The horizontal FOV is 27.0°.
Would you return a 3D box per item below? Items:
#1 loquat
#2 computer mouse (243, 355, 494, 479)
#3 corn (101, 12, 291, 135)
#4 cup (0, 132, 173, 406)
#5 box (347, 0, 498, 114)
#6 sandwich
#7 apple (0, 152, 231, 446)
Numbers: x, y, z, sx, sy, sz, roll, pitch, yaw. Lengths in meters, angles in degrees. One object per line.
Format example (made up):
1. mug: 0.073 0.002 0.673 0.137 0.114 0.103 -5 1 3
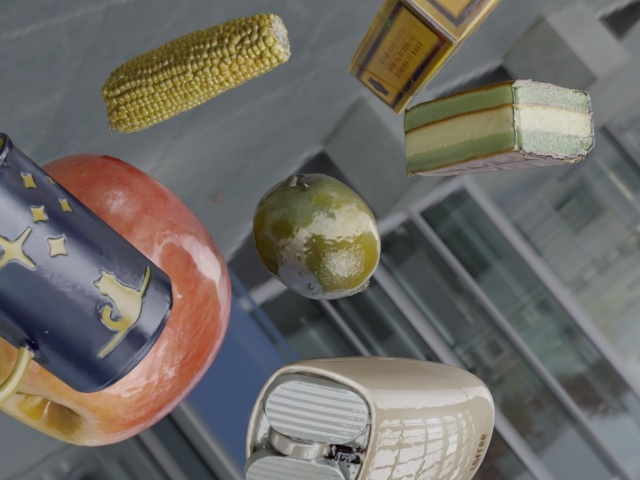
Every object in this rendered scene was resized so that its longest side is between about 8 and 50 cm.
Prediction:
1. loquat: 0.000 0.000 1.633 0.152 0.152 0.195 -36 126 -13
2. computer mouse: 0.049 0.173 1.172 0.236 0.082 0.145 7 112 -27
3. corn: -0.187 -0.236 1.861 0.310 0.101 0.101 -23 177 23
4. cup: -0.323 0.063 1.418 0.255 0.256 0.178 -48 -157 -3
5. box: 0.135 -0.250 1.339 0.193 0.084 0.301 -48 180 -10
6. sandwich: 0.177 -0.106 1.348 0.113 0.079 0.163 4 170 -37
7. apple: -0.305 0.087 1.747 0.364 0.364 0.364 -37 170 -8
